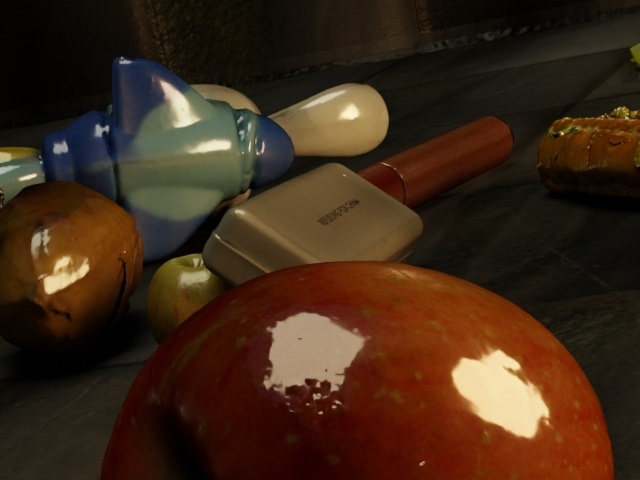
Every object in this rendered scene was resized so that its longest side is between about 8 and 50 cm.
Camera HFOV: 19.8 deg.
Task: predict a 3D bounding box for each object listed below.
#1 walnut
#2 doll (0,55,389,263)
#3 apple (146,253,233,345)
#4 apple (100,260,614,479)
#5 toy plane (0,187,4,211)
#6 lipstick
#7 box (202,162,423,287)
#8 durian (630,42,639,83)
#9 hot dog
[{"bbox_3d":[-0.208,0.020,1.457,0.137,0.137,0.245,-13,14,-3],"label":"walnut"},{"bbox_3d":[-0.157,-0.074,1.863,0.376,0.187,0.365,-33,-7,22],"label":"doll"},{"bbox_3d":[-0.088,0.047,1.338,0.084,0.071,0.084,-12,12,3],"label":"apple"},{"bbox_3d":[0.011,0.096,0.686,0.168,0.181,0.181,9,-7,-42],"label":"apple"},{"bbox_3d":[-0.278,0.008,1.353,0.078,0.246,0.169,25,-11,-28],"label":"toy plane"},{"bbox_3d":[0.084,-0.059,1.752,0.057,0.057,0.357,-5,12,34],"label":"lipstick"},{"bbox_3d":[0.000,0.000,1.383,0.103,0.055,0.244,34,18,9],"label":"box"},{"bbox_3d":[0.405,-0.104,1.286,0.352,0.169,0.158,-11,10,6],"label":"durian"},{"bbox_3d":[0.271,-0.072,1.573,0.115,0.072,0.269,-25,15,-22],"label":"hot dog"}]
